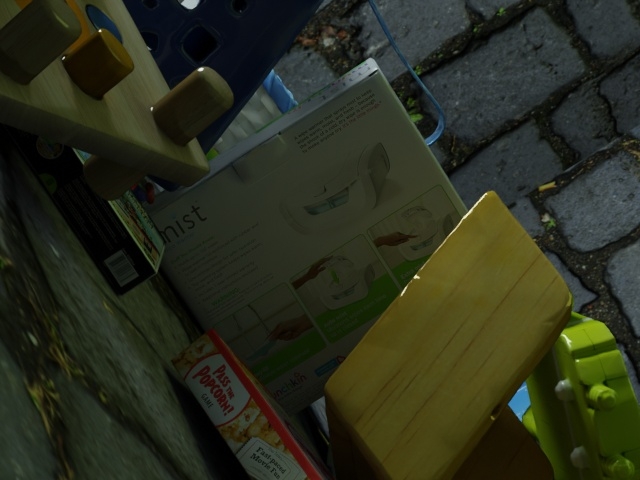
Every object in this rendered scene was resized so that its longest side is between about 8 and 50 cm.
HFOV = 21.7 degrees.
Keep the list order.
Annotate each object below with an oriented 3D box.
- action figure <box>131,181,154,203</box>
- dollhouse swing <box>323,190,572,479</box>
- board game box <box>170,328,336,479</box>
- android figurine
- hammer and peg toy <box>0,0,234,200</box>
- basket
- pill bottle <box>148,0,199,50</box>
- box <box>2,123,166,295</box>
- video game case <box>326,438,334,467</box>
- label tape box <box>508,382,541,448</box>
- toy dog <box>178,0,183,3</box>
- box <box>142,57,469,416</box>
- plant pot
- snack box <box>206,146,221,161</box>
[{"bbox_3d":[-0.172,-0.046,1.433,0.115,0.038,0.030,21,60,-83],"label":"action figure"},{"bbox_3d":[0.182,0.214,1.350,0.305,0.315,0.347,30,-26,23],"label":"dollhouse swing"},{"bbox_3d":[-0.027,0.175,1.289,0.193,0.045,0.147,51,-2,37],"label":"board game box"},{"bbox_3d":[0.230,0.151,1.523,0.273,0.056,0.248,-142,-141,-79],"label":"android figurine"},{"bbox_3d":[-0.219,-0.206,1.183,0.266,0.127,0.361,20,37,-59],"label":"hammer and peg toy"},{"bbox_3d":[-0.025,-0.161,1.996,0.255,0.289,0.201,57,6,-18],"label":"basket"},{"bbox_3d":[-0.193,-0.291,2.145,0.112,0.112,0.186,58,5,2],"label":"pill bottle"},{"bbox_3d":[-0.196,-0.062,1.314,0.207,0.036,0.114,57,6,-11],"label":"box"},{"bbox_3d":[0.038,0.107,1.764,0.206,0.026,0.227,-70,169,-83],"label":"video game case"},{"bbox_3d":[0.210,0.286,1.838,0.348,0.249,0.115,60,6,14],"label":"label tape box"},{"bbox_3d":[-0.268,-0.319,1.711,0.220,0.161,0.333,52,-7,-27],"label":"toy dog"},{"bbox_3d":[0.000,0.000,1.527,0.231,0.262,0.127,56,5,-10],"label":"box"},{"bbox_3d":[-0.149,-0.218,1.482,0.212,0.236,0.236,33,14,-17],"label":"plant pot"},{"bbox_3d":[-0.062,0.002,1.702,0.207,0.070,0.174,49,-1,4],"label":"snack box"}]
